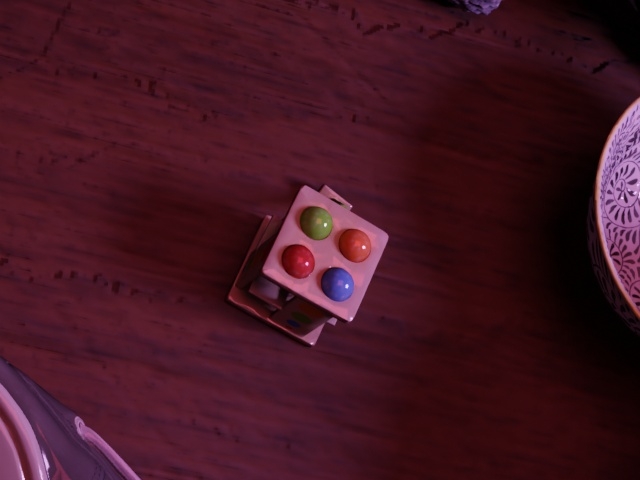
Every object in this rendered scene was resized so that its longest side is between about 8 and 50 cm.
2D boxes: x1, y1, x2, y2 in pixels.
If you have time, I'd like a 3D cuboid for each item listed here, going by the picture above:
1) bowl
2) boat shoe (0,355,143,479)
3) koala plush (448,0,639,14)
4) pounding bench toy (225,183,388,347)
[{"bbox_3d":[0.205,0.002,0.986,0.170,0.080,0.170,7,71,-20],"label":"bowl"},{"bbox_3d":[-0.119,0.146,0.816,0.112,0.095,0.335,-43,89,9],"label":"boat shoe"},{"bbox_3d":[0.196,-0.186,0.985,0.221,0.196,0.203,42,53,-1],"label":"koala plush"},{"bbox_3d":[0.000,0.000,0.911,0.052,0.065,0.083,30,65,-11],"label":"pounding bench toy"}]
